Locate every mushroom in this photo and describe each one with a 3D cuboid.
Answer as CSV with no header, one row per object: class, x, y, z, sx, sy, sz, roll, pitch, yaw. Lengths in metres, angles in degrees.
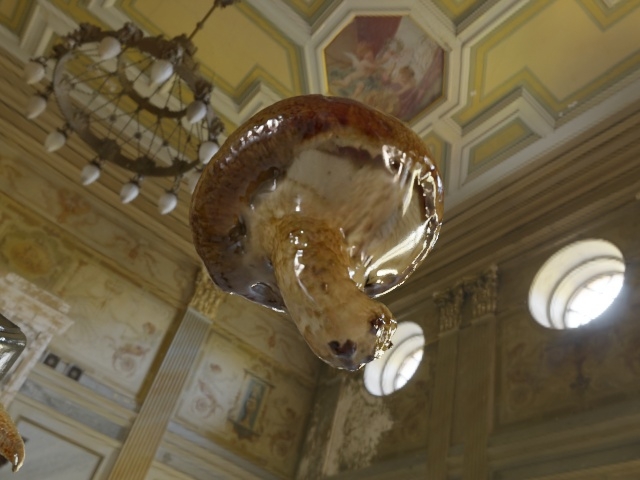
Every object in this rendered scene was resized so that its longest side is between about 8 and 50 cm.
mushroom,0.007,-0.026,0.618,0.267,0.267,0.255,41,-12,-24

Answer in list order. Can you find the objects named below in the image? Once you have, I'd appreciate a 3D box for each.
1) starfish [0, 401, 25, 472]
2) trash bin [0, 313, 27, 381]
starfish,-0.449,0.169,0.643,0.295,0.231,0.048,45,-35,18
trash bin,-0.407,0.152,0.473,0.182,0.290,0.209,33,-14,10
